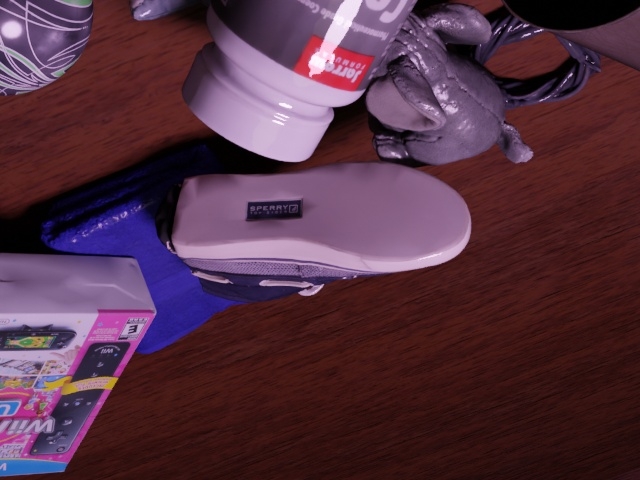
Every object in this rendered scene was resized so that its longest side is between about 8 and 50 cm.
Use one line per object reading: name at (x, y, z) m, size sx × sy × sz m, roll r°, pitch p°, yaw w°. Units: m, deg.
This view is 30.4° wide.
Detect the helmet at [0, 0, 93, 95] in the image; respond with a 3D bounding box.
helmet at (-0.272, -0.202, 0.994) m, size 0.169 × 0.161 × 0.169 m, roll -13°, pitch 147°, yaw -8°

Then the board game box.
board game box at (-0.354, 0.150, 1.364) m, size 0.224 × 0.097 × 0.303 m, roll 3°, pitch 135°, yaw -37°

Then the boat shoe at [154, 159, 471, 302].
boat shoe at (0.000, 0.000, 1.316) m, size 0.340 × 0.127 × 0.158 m, roll 4°, pitch 155°, yaw 12°

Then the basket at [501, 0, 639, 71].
basket at (0.327, -0.257, 1.219) m, size 0.204 × 0.154 × 0.227 m, roll 1°, pitch 171°, yaw 41°

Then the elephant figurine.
elephant figurine at (0.092, -0.176, 1.206) m, size 0.186 × 0.169 × 0.239 m, roll -18°, pitch 152°, yaw 10°

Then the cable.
cable at (0.246, -0.212, 1.357) m, size 0.184 × 0.047 × 0.150 m, roll 1°, pitch 138°, yaw -23°

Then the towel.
towel at (-0.188, 0.012, 1.455) m, size 0.227 × 0.076 × 0.308 m, roll -26°, pitch 147°, yaw -1°

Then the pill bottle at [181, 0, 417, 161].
pill bottle at (-0.001, -0.220, 1.034) m, size 0.161 × 0.161 × 0.283 m, roll 11°, pitch 119°, yaw -38°

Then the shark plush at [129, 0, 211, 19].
shark plush at (-0.105, -0.233, 1.119) m, size 0.161 × 0.067 × 0.073 m, roll 3°, pitch 143°, yaw -30°
